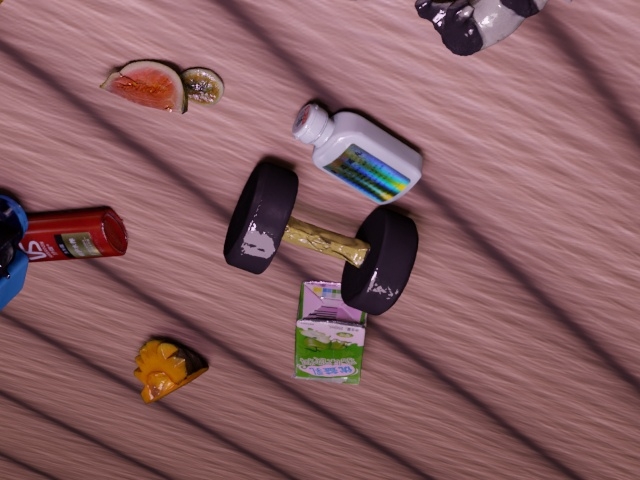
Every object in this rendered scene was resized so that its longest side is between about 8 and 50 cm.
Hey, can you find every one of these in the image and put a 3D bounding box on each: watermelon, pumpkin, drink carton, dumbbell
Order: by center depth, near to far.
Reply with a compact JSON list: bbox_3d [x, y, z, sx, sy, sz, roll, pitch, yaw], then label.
[{"bbox_3d":[-0.278,-0.264,1.493,0.163,0.087,0.069,19,108,16],"label":"watermelon"},{"bbox_3d":[0.000,0.000,1.664,0.322,0.204,0.204,21,140,-14],"label":"dumbbell"},{"bbox_3d":[0.020,0.213,2.001,0.161,0.108,0.271,6,141,3],"label":"drink carton"},{"bbox_3d":[-0.362,0.296,2.206,0.130,0.149,0.254,58,139,8],"label":"pumpkin"}]

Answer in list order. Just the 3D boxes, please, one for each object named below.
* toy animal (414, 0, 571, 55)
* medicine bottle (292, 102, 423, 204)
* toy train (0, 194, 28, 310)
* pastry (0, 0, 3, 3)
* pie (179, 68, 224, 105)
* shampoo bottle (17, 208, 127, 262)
[{"bbox_3d":[0.258,-0.344,1.277,0.225,0.094,0.121,-30,139,26],"label":"toy animal"},{"bbox_3d":[0.059,-0.155,1.554,0.228,0.083,0.121,28,140,-25],"label":"medicine bottle"},{"bbox_3d":[-0.736,0.017,1.777,0.300,0.188,0.265,27,126,1],"label":"toy train"},{"bbox_3d":[-0.457,-0.421,1.241,0.103,0.189,0.188,31,137,-20],"label":"pastry"},{"bbox_3d":[-0.206,-0.261,1.521,0.084,0.021,0.084,5,142,4],"label":"pie"},{"bbox_3d":[-0.563,-0.006,1.861,0.314,0.076,0.118,-4,143,15],"label":"shampoo bottle"}]
